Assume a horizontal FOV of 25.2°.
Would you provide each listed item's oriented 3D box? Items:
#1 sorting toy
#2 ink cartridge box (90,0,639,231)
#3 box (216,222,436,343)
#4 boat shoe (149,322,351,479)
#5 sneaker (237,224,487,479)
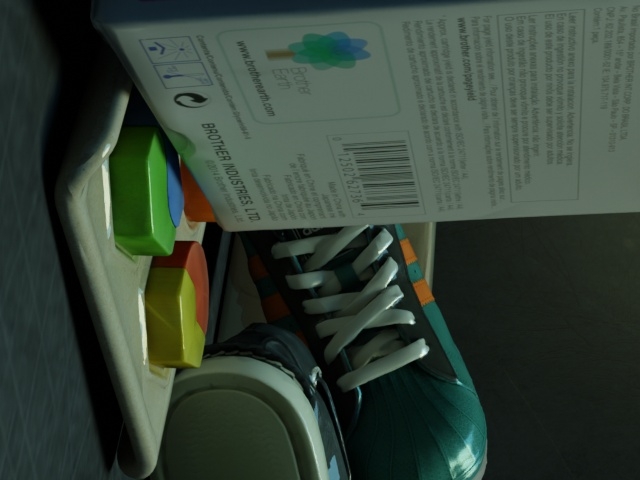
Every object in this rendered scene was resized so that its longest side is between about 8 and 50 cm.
[{"bbox_3d":[-0.066,-0.028,0.624,0.208,0.038,0.193,90,6,-48],"label":"sorting toy"},{"bbox_3d":[0.093,-0.067,0.529,0.186,0.311,0.065,67,25,-67],"label":"ink cartridge box"},{"bbox_3d":[0.015,-0.010,1.064,0.121,0.147,0.311,87,7,-53],"label":"box"},{"bbox_3d":[-0.026,0.202,0.806,0.113,0.127,0.340,-66,148,-66],"label":"boat shoe"},{"bbox_3d":[0.005,0.018,0.845,0.121,0.108,0.302,72,-8,-53],"label":"sneaker"}]
